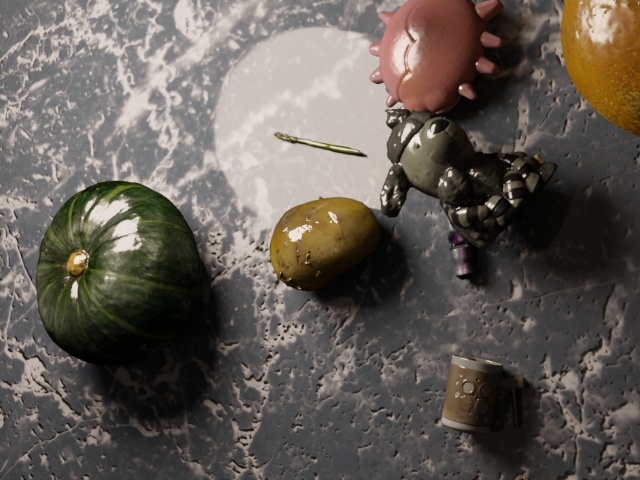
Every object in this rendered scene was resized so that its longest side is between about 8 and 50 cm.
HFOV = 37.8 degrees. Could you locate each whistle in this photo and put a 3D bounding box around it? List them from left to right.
[{"bbox_3d":[0.196,-0.030,1.354,0.033,0.033,0.177,-14,76,24],"label":"whistle"}]

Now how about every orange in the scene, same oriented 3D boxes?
[{"bbox_3d":[0.430,-0.254,1.144,0.274,0.274,0.274,-4,81,26],"label":"orange"}]

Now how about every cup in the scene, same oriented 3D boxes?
[{"bbox_3d":[0.221,0.216,1.296,0.074,0.102,0.099,8,87,65],"label":"cup"}]

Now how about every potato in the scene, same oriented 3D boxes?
[{"bbox_3d":[0.000,0.000,1.398,0.176,0.137,0.137,-37,68,15],"label":"potato"}]

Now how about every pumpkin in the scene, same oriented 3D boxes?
[{"bbox_3d":[-0.322,0.052,1.508,0.300,0.207,0.300,-10,75,39],"label":"pumpkin"}]

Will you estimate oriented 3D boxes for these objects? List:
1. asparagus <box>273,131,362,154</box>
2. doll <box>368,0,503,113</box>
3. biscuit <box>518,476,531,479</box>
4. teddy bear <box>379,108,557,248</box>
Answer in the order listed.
[{"bbox_3d":[-0.005,-0.153,1.483,0.166,0.013,0.016,14,131,28],"label":"asparagus"},{"bbox_3d":[0.168,-0.292,1.374,0.211,0.093,0.262,14,90,30],"label":"doll"},{"bbox_3d":[0.285,0.391,1.253,0.237,0.026,0.131,-42,69,16],"label":"biscuit"},{"bbox_3d":[0.173,-0.087,1.272,0.251,0.144,0.171,28,72,7],"label":"teddy bear"}]
